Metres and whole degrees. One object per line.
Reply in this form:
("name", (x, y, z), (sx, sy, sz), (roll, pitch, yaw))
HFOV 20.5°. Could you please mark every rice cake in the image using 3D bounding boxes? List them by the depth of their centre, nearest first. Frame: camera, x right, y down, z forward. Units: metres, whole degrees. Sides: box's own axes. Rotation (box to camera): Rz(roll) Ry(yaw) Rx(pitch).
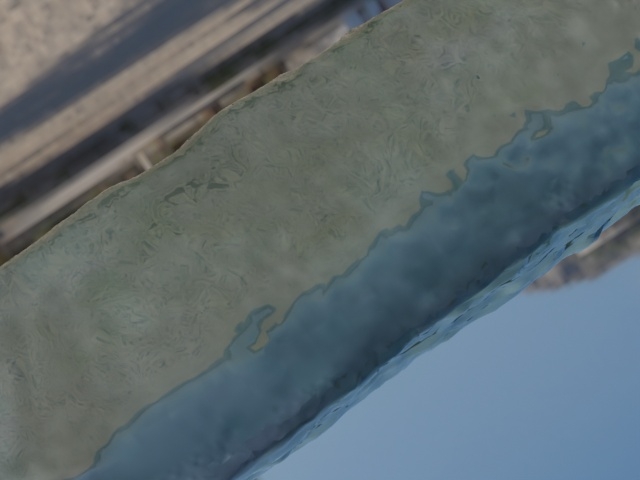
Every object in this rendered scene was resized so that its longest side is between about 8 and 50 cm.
("rice cake", (0.000, 0.000, 0.369), (0.206, 0.069, 0.063), (-32, 172, -16))
